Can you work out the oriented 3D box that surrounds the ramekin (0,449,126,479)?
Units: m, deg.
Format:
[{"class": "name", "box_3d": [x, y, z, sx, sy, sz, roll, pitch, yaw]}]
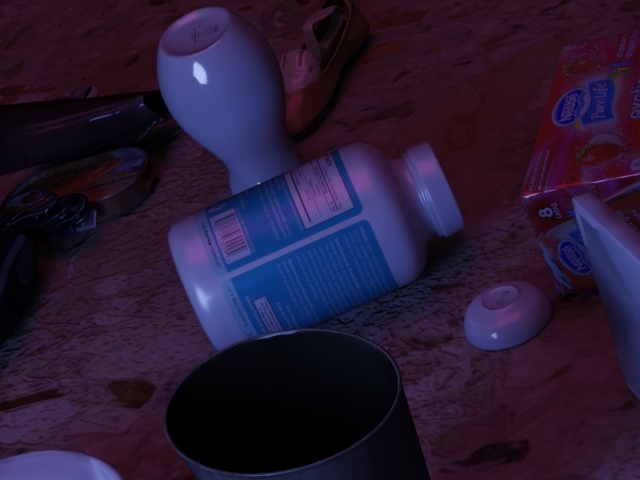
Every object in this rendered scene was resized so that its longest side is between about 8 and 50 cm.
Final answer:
[{"class": "ramekin", "box_3d": [-0.250, 0.305, 1.614, 0.273, 0.127, 0.273, -19, 30, 11]}]

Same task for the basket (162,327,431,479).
[{"class": "basket", "box_3d": [0.012, 0.201, 1.486, 0.204, 0.227, 0.154, 7, 43, 43]}]

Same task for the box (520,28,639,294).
[{"class": "box", "box_3d": [0.279, -0.079, 1.829, 0.128, 0.122, 0.257, -10, 33, 25]}]

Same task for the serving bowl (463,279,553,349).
[{"class": "serving bowl", "box_3d": [0.165, 0.062, 1.788, 0.083, 0.027, 0.083, -18, 30, 11]}]

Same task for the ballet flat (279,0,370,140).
[{"class": "ballet flat", "box_3d": [-0.013, -0.205, 2.286, 0.080, 0.073, 0.232, -6, 35, 30]}]

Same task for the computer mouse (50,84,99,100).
[{"class": "computer mouse", "box_3d": [-0.350, -0.135, 2.457, 0.193, 0.042, 0.106, -19, 26, 21]}]

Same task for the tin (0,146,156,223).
[{"class": "tin", "box_3d": [-0.277, -0.052, 2.278, 0.189, 0.040, 0.106, -14, 28, 19]}]

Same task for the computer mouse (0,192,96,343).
[{"class": "computer mouse", "box_3d": [-0.355, 0.054, 2.140, 0.188, 0.072, 0.272, -11, 29, 21]}]

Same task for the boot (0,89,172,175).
[{"class": "boot", "box_3d": [-0.295, -0.138, 2.282, 0.207, 0.090, 0.248, -17, -2, 20]}]

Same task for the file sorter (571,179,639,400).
[{"class": "file sorter", "box_3d": [0.342, 0.066, 1.497, 0.173, 0.193, 0.278, -25, 30, -6]}]

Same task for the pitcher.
[{"class": "pitcher", "box_3d": [-0.094, -0.159, 2.119, 0.125, 0.207, 0.178, -20, 39, 9]}]

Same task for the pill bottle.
[{"class": "pill bottle", "box_3d": [0.000, 0.000, 1.887, 0.264, 0.146, 0.146, -23, 30, 2]}]
